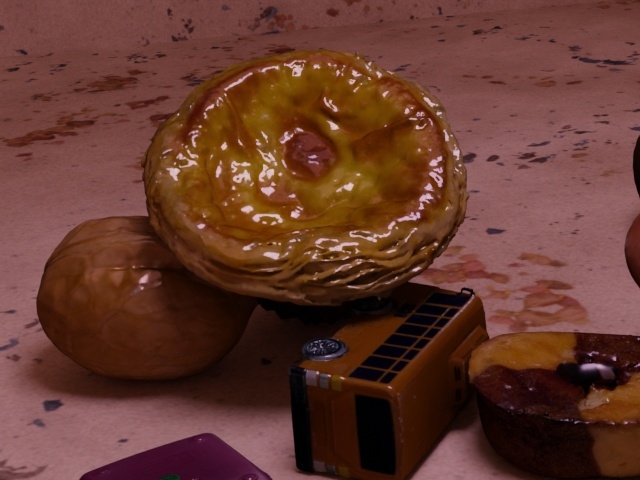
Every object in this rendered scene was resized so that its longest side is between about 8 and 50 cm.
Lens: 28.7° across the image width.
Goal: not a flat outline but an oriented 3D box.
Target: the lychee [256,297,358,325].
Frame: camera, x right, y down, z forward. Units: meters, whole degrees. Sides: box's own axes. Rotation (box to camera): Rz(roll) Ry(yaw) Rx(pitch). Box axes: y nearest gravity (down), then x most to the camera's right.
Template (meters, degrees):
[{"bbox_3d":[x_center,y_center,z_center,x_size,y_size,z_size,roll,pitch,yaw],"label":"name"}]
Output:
[{"bbox_3d":[0.000,0.000,1.256,0.188,0.188,0.188,-4,20,1],"label":"lychee"}]

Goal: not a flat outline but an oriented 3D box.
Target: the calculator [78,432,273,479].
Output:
[{"bbox_3d":[-0.099,0.196,0.935,0.127,0.034,0.190,-16,22,-25],"label":"calculator"}]

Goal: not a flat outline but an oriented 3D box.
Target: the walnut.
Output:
[{"bbox_3d":[-0.162,0.054,1.166,0.207,0.159,0.159,1,20,3],"label":"walnut"}]

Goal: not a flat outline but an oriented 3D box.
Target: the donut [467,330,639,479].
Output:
[{"bbox_3d":[0.209,0.129,0.991,0.184,0.073,0.166,-4,19,-2],"label":"donut"}]

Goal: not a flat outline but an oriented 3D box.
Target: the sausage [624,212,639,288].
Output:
[{"bbox_3d":[0.313,0.096,0.892,0.094,0.094,0.419,-34,28,16],"label":"sausage"}]

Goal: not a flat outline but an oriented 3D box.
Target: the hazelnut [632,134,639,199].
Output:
[{"bbox_3d":[0.449,-0.073,1.341,0.230,0.229,0.229,-4,20,1],"label":"hazelnut"}]

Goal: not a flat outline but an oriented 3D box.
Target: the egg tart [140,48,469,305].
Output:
[{"bbox_3d":[-0.012,-0.046,1.118,0.295,0.116,0.294,-2,56,3],"label":"egg tart"}]

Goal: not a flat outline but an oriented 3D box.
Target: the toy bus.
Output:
[{"bbox_3d":[0.064,0.110,1.037,0.114,0.098,0.201,7,23,27],"label":"toy bus"}]
